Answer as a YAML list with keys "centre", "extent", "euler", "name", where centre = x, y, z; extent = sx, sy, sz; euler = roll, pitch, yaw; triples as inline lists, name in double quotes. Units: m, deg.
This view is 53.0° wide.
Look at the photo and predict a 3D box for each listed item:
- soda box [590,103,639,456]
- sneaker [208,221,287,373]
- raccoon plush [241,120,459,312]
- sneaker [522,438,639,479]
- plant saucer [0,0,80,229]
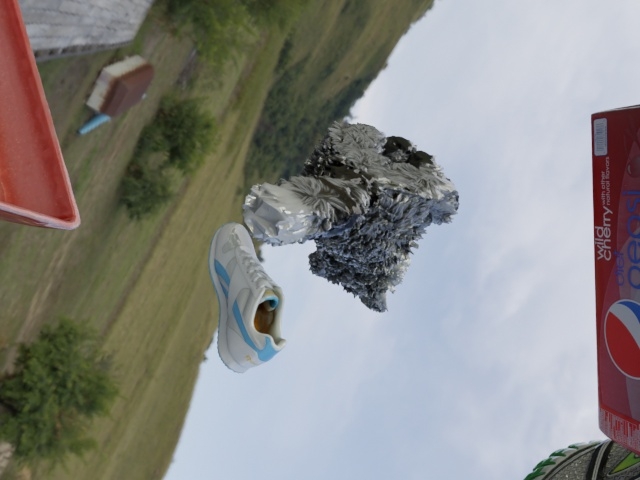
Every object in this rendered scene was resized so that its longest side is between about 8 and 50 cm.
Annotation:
- centre: [0.270, 0.029, 0.486]
  extent: [0.083, 0.092, 0.264]
  euler: [-165, -109, -71]
  name: "soda box"
- centre: [-0.102, 0.071, 0.936]
  extent: [0.092, 0.087, 0.229]
  euler: [-27, -119, 28]
  name: "sneaker"
- centre: [0.000, 0.000, 0.962]
  extent: [0.216, 0.446, 0.299]
  euler: [47, -52, 30]
  name: "raccoon plush"
- centre: [0.322, 0.224, 0.590]
  extent: [0.343, 0.134, 0.146]
  euler: [-28, 163, -7]
  name: "sneaker"
- centre: [-0.260, -0.131, 0.329]
  extent: [0.047, 0.259, 0.259]
  euler: [-29, -111, 15]
  name: "plant saucer"
